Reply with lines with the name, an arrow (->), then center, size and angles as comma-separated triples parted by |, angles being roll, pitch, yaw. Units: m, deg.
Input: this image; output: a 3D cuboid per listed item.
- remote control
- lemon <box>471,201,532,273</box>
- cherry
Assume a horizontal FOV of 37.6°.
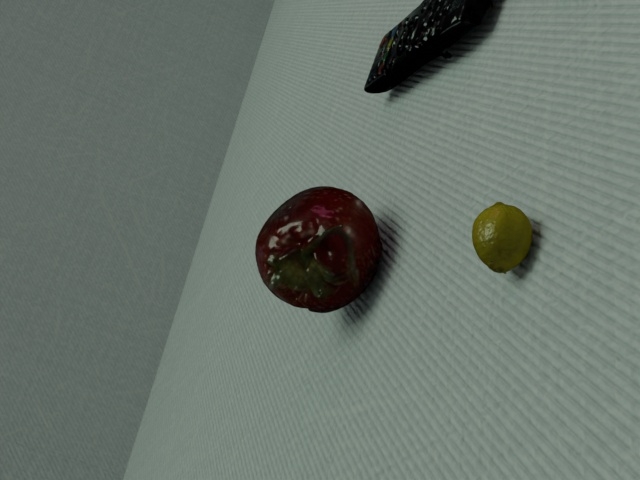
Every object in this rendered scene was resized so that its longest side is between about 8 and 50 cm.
remote control -> 0.179, -0.342, 1.554 | 0.144, 0.062, 0.399 | -68, 14, -12
lemon -> 0.194, -0.006, 1.007 | 0.065, 0.065, 0.092 | -48, 26, 49
cherry -> 0.000, 0.000, 1.438 | 0.192, 0.175, 0.249 | -48, 20, 25
